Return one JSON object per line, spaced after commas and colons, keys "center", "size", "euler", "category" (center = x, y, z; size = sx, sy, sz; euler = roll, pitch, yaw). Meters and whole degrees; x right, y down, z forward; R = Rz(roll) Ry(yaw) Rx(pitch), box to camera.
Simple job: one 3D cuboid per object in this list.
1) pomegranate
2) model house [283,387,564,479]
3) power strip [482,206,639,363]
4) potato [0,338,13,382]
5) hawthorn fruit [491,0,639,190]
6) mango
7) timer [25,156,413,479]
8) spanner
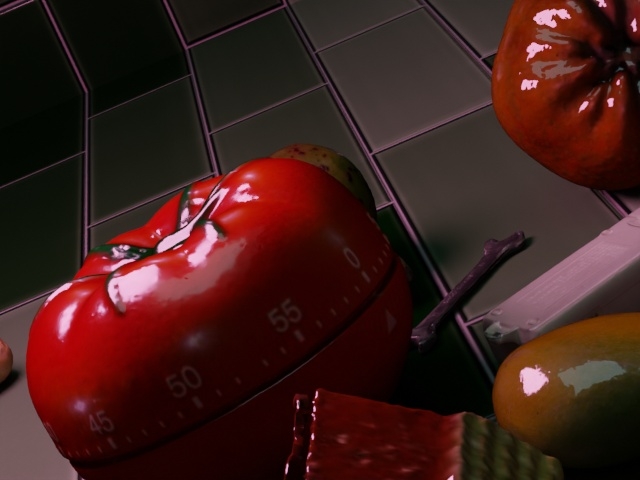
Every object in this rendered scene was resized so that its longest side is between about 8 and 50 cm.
{"center": [0.000, 0.000, 1.999], "size": [0.248, 0.202, 0.202], "euler": [26, 47, 30], "category": "pomegranate"}
{"center": [0.085, 0.236, 1.324], "size": [0.254, 0.160, 0.196], "euler": [5, 29, 2], "category": "model house"}
{"center": [0.305, 0.032, 1.757], "size": [0.338, 0.058, 0.098], "euler": [-33, 22, -23], "category": "power strip"}
{"center": [-0.480, 0.166, 2.204], "size": [0.178, 0.118, 0.109], "euler": [-16, 53, -19], "category": "potato"}
{"center": [0.329, -0.189, 2.021], "size": [0.277, 0.277, 0.298], "euler": [-23, -7, 1], "category": "hawthorn fruit"}
{"center": [0.272, 0.120, 1.490], "size": [0.251, 0.114, 0.156], "euler": [-19, 13, 15], "category": "mango"}
{"center": [-0.094, 0.099, 1.674], "size": [0.378, 0.279, 0.378], "euler": [-29, 13, 7], "category": "timer"}
{"center": [0.156, 0.057, 1.918], "size": [0.054, 0.015, 0.254], "euler": [-7, 25, 42], "category": "spanner"}
